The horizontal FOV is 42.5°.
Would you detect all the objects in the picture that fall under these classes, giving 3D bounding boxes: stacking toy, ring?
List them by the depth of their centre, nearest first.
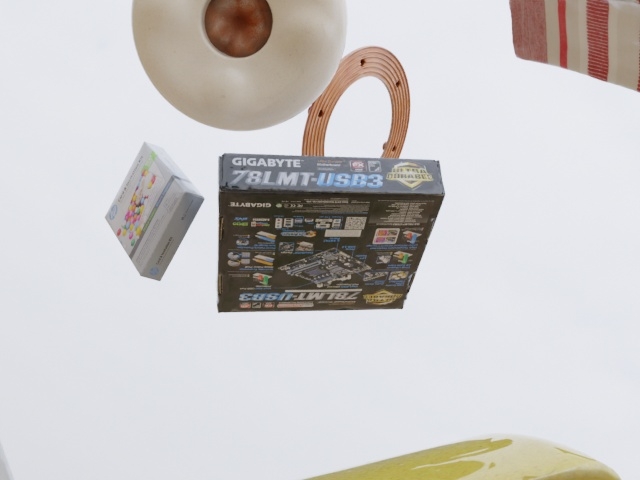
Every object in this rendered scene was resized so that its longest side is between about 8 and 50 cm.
[{"bbox_3d":[-0.116,-0.387,1.506,0.351,0.480,0.350,1,-79,5],"label":"stacking toy"},{"bbox_3d":[0.068,-0.213,1.606,0.032,0.336,0.336,22,-33,35],"label":"ring"}]

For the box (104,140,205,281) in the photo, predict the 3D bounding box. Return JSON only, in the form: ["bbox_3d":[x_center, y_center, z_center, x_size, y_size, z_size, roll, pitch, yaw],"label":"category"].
[{"bbox_3d":[-0.254,-0.048,1.241,0.038,0.145,0.186,20,17,-38],"label":"box"}]

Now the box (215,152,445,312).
[{"bbox_3d":[0.000,0.000,1.166,0.296,0.073,0.293,0,-35,-7],"label":"box"}]

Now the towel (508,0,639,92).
[{"bbox_3d":[0.431,-0.307,1.233,0.329,0.037,0.237,26,-15,29],"label":"towel"}]

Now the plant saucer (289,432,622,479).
[{"bbox_3d":[0.036,0.254,0.546,0.333,0.081,0.332,-16,-55,9],"label":"plant saucer"}]

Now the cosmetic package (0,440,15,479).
[{"bbox_3d":[-0.584,0.255,1.156,0.230,0.161,0.453,29,-43,27],"label":"cosmetic package"}]
